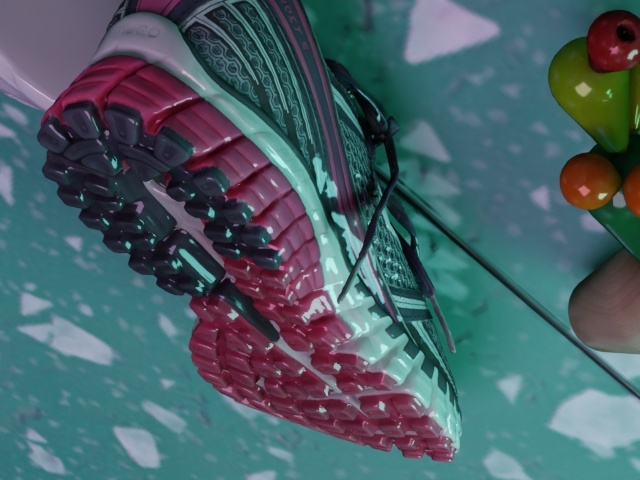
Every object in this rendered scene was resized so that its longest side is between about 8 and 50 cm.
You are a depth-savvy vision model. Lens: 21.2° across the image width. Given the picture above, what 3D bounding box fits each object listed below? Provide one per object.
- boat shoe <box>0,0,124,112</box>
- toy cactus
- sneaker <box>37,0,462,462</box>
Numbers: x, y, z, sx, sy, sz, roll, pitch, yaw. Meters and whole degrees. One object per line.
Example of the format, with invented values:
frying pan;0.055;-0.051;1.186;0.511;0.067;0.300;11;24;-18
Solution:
boat shoe;-0.145;-0.095;0.734;0.184;0.066;0.063;26;156;-3
toy cactus;0.155;0.005;0.659;0.219;0.112;0.180;35;159;-12
sneaker;0.000;0.000;0.725;0.120;0.112;0.299;11;151;28
